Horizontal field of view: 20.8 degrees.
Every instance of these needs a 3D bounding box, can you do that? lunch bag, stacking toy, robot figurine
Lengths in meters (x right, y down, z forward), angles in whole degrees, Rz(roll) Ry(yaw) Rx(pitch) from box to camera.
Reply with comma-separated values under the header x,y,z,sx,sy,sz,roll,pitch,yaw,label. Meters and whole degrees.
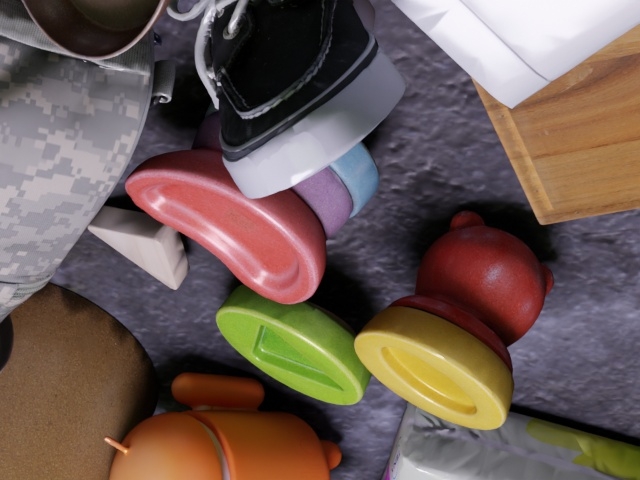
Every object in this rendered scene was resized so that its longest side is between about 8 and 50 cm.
x,y,z,sx,sy,sz,roll,pitch,yaw,label
-0.279,-0.085,1.115,0.305,0.213,0.256,14,146,-33,lunch bag
0.000,0.000,1.290,0.309,0.130,0.279,40,158,-22,stacking toy
-0.081,0.200,1.436,0.219,0.128,0.158,4,112,-41,robot figurine

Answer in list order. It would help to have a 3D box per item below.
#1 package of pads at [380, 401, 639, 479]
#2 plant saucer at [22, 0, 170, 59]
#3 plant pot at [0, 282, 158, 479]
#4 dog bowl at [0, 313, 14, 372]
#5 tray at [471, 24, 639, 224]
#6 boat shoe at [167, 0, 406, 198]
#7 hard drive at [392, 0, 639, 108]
x,y,z,sx,sy,sz,roll,pitch,yaw,label
0.187,0.257,1.473,0.296,0.101,0.229,16,137,0,package of pads
-0.125,-0.188,1.000,0.029,0.168,0.168,-10,157,-43,plant saucer
-0.278,0.199,1.429,0.237,0.254,0.237,8,138,7,plant pot
-0.397,0.053,1.235,0.348,0.349,0.102,25,110,-11,dog bowl
0.298,-0.132,1.056,0.410,0.076,0.203,-9,132,25,tray
-0.022,-0.122,0.998,0.113,0.306,0.105,-30,110,17,boat shoe
0.154,-0.237,0.915,0.233,0.047,0.353,41,129,-20,hard drive
